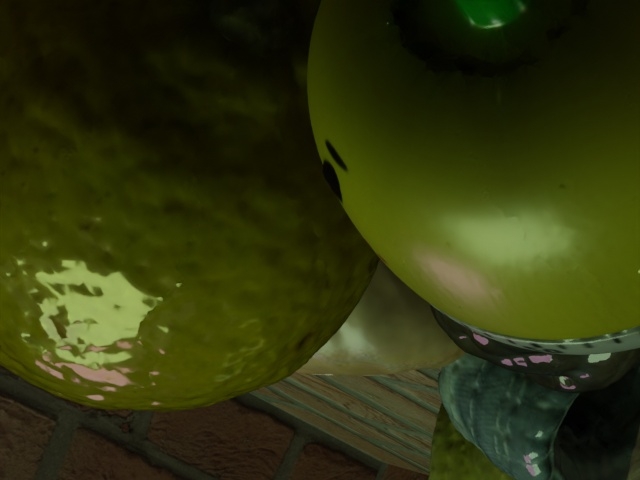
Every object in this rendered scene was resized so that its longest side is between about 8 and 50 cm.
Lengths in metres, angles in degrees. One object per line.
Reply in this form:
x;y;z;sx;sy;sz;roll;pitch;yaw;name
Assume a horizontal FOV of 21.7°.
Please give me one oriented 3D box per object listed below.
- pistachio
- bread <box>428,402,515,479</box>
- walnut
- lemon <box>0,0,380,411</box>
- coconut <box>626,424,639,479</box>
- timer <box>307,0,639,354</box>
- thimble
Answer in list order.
0.000;0.000;1.427;0.309;0.230;0.230;47;170;7;pistachio
0.311;0.245;1.741;0.348;0.348;0.308;31;161;-33;bread
0.186;0.017;1.295;0.224;0.224;0.224;22;168;5;walnut
-0.107;-0.057;1.148;0.350;0.349;0.387;25;152;-9;lemon
0.422;0.214;1.293;0.405;0.404;0.404;22;168;5;coconut
0.105;-0.097;0.792;0.285;0.285;0.285;22;168;5;timer
0.235;0.108;1.494;0.172;0.250;0.205;39;159;49;thimble
